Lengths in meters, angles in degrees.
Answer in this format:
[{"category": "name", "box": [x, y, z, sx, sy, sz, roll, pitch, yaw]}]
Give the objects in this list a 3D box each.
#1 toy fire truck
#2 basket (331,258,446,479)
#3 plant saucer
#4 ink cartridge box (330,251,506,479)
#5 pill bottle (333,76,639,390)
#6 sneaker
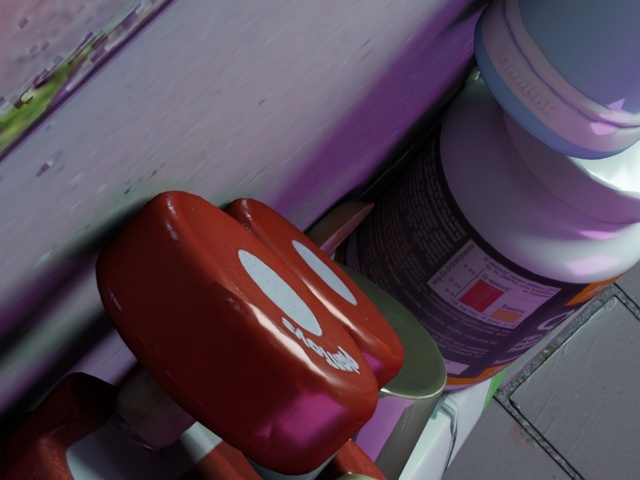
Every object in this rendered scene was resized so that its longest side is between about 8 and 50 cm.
[{"category": "toy fire truck", "box": [-0.009, 0.128, 0.514, 0.169, 0.254, 0.302, -44, 175, 7]}, {"category": "basket", "box": [-0.042, 0.128, 0.809, 0.227, 0.204, 0.154, -57, -173, 22]}, {"category": "plant saucer", "box": [0.000, 0.000, 0.912, 0.083, 0.015, 0.083, -44, 175, -5]}, {"category": "ink cartridge box", "box": [0.036, 0.115, 1.083, 0.219, 0.160, 0.092, -50, 157, -44]}, {"category": "pill bottle", "box": [0.129, -0.019, 0.947, 0.162, 0.162, 0.278, -40, 175, -36]}, {"category": "sneaker", "box": [0.228, -0.171, 0.682, 0.319, 0.127, 0.208, -41, 176, -41]}]
